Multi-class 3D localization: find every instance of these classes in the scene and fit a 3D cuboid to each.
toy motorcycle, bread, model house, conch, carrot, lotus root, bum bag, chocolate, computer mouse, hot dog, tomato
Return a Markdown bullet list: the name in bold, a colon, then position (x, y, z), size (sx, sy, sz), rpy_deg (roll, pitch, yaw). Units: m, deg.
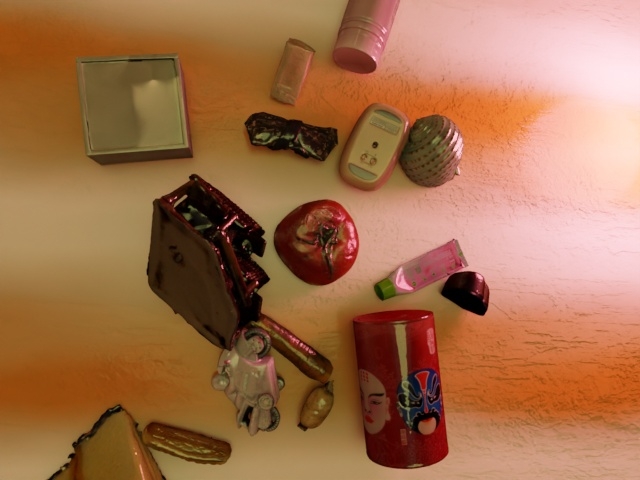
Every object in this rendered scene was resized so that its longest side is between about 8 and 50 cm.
- **toy motorcycle**: position (-0.183, 0.341, 1.112), size (0.171, 0.110, 0.260), rpy_deg (-5, 97, 12)
- **bread**: position (-0.075, -0.448, 1.213), size (0.077, 0.105, 0.152), rpy_deg (21, 115, -9)
- **model house**: position (-0.209, 0.019, 1.054), size (0.317, 0.297, 0.282), rpy_deg (40, 37, -1)
- **conch**: position (0.310, -0.237, 1.215), size (0.200, 0.131, 0.172), rpy_deg (43, 80, -5)
- **carrot**: position (-0.082, 0.263, 1.144), size (0.260, 0.070, 0.070), rpy_deg (38, 81, -6)
- **lotus root**: position (-0.004, 0.416, 1.150), size (0.072, 0.063, 0.151), rpy_deg (30, 90, -32)
- **bread**: position (-0.493, 0.672, 1.070), size (0.346, 0.242, 0.405), rpy_deg (-33, 60, -7)
- **bum bag**: position (-0.073, -0.268, 1.178), size (0.248, 0.069, 0.102), rpy_deg (8, 49, -9)
- **chocolate**: position (0.398, 0.132, 1.232), size (0.149, 0.125, 0.080), rpy_deg (44, 67, -42)
- **computer mouse**: position (0.141, -0.243, 1.203), size (0.145, 0.082, 0.236), rpy_deg (23, 87, 3)
- **hot dog**: position (-0.322, 0.495, 1.097), size (0.216, 0.066, 0.047), rpy_deg (18, 126, -10)
- **tomato**: position (-0.001, -0.001, 1.162), size (0.228, 0.101, 0.227), rpy_deg (1, 84, -13)

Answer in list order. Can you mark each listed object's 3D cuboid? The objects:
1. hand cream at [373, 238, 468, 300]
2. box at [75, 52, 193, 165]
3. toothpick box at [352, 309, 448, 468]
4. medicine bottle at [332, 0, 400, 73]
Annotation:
- **hand cream**: position (0.274, 0.083, 1.238), size (0.275, 0.050, 0.079), rpy_deg (-23, 116, -16)
- **box**: position (-0.436, -0.307, 1.091), size (0.225, 0.117, 0.224), rpy_deg (-6, 88, -10)
- **toothpick box**: position (0.194, 0.349, 1.124), size (0.204, 0.204, 0.333), rpy_deg (-6, 87, -11)
- **medicine bottle**: position (0.127, -0.582, 1.201), size (0.133, 0.133, 0.249), rpy_deg (19, 82, -9)
